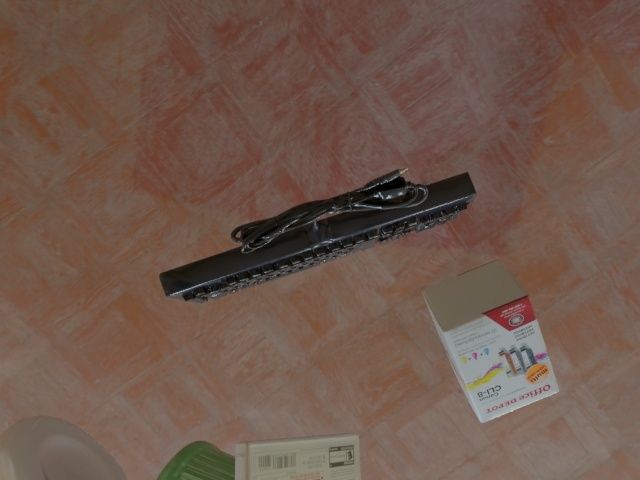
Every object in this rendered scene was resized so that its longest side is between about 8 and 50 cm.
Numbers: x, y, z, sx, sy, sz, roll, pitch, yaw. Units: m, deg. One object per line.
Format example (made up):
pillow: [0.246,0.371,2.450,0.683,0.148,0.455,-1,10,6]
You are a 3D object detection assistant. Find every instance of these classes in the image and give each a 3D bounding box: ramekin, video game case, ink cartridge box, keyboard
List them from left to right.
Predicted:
ramekin: [-0.210,0.551,1.075,0.148,0.303,0.303,9,104,19]
video game case: [-0.020,0.357,0.720,0.026,0.227,0.206,-14,69,36]
keyboard: [0.000,0.000,0.558,0.317,0.201,0.033,-19,74,1]
ink cartridge box: [0.249,0.147,0.841,0.128,0.127,0.176,-24,113,5]

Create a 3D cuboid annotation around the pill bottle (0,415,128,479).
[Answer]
pill bottle: [-0.463,0.448,0.743,0.407,0.229,0.229,-43,102,-2]
